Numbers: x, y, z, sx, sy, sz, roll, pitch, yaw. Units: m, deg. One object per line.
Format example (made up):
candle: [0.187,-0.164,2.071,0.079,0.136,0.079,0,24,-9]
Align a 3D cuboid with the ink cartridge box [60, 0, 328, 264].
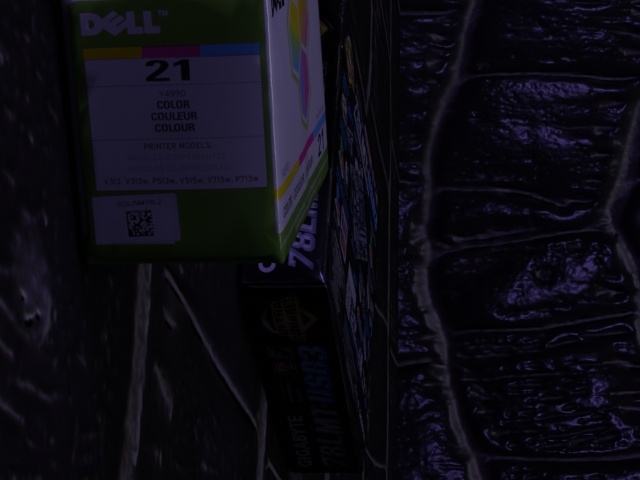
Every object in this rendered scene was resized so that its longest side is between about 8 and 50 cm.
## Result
ink cartridge box: [-0.058,-0.135,0.735,0.189,0.097,0.255,-68,157,-72]

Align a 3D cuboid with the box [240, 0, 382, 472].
box: [0.000,0.000,1.267,0.295,0.073,0.293,78,12,-53]
